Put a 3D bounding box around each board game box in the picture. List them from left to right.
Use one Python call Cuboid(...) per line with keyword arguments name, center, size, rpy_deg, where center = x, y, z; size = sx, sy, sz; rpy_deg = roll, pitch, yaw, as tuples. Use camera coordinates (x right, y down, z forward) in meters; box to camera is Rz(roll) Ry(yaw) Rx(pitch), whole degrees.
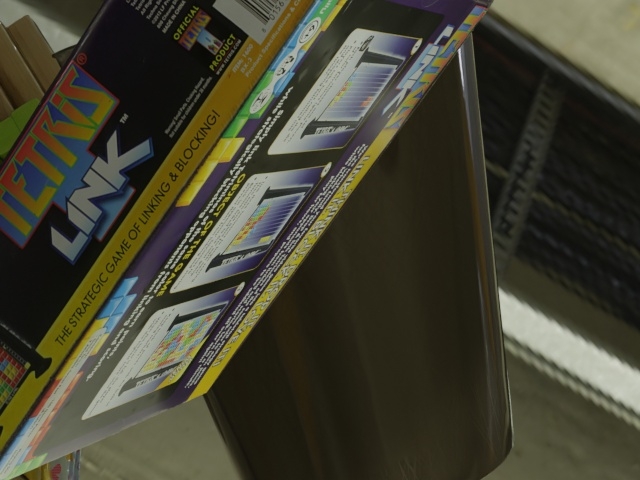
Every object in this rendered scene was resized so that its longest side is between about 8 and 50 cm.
Cuboid(name="board game box", center=(-0.032, -0.020, 0.395), size=(0.048, 0.170, 0.141), rpy_deg=(40, -164, 12))

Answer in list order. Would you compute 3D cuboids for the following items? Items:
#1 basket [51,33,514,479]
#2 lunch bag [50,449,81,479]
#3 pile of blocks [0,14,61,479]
Cuboid(name="basket", center=(0.000, 0.000, 0.621), size=(0.154, 0.204, 0.227), rpy_deg=(-27, -77, -52))
Cuboid(name="lunch bag", center=(-0.241, 0.183, 1.121), size=(0.083, 0.053, 0.071), rpy_deg=(-3, -119, 5))
Cuboid(name="pile of blocks", center=(-0.205, 0.016, 0.894), size=(0.149, 0.112, 0.362), rpy_deg=(-8, -100, 4))
